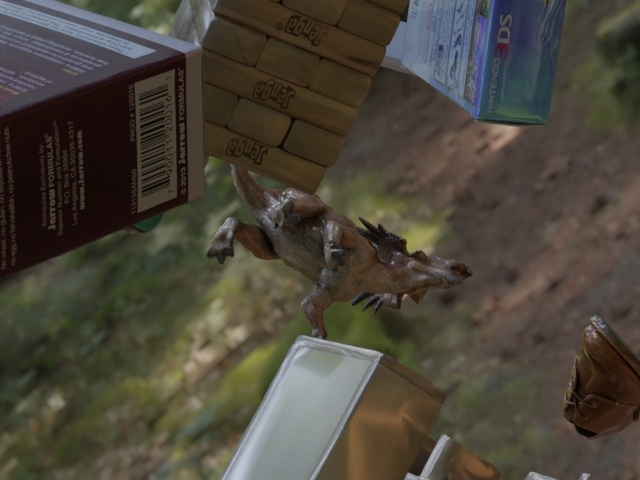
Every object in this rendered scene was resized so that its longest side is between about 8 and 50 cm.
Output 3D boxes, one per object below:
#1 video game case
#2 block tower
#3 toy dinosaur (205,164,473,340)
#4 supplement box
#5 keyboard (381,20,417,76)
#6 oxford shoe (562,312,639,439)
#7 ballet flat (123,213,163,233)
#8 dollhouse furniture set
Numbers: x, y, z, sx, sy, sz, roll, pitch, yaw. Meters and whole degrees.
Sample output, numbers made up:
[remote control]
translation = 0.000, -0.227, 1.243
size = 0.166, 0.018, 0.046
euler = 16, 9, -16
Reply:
[video game case]
translation = 0.134, -0.242, 1.456
size = 0.244, 0.061, 0.269
euler = -124, 40, -72
[block tower]
translation = 0.016, -0.183, 0.920
size = 0.335, 0.097, 0.091
euler = -63, 18, 19
[toy dinosaur]
translation = 0.000, 0.000, 2.034
size = 0.127, 0.296, 0.200
euler = -50, -3, 27
[supplement box]
translation = -0.172, -0.031, 0.754
size = 0.130, 0.073, 0.239
euler = 21, 31, 36
[keyboard]
translation = 0.047, -0.180, 1.681
size = 0.072, 0.256, 0.014
euler = -95, 23, -52
[oxford shoe]
translation = 0.249, 0.131, 1.680
size = 0.076, 0.212, 0.076
euler = -34, 62, -6
[ballet flat]
translation = -0.129, -0.041, 1.005
size = 0.041, 0.114, 0.041
euler = -22, 46, 25
[dollhouse furniture set]
translation = 0.105, 0.289, 1.542
size = 0.256, 0.394, 0.362
euler = -60, 23, -11
